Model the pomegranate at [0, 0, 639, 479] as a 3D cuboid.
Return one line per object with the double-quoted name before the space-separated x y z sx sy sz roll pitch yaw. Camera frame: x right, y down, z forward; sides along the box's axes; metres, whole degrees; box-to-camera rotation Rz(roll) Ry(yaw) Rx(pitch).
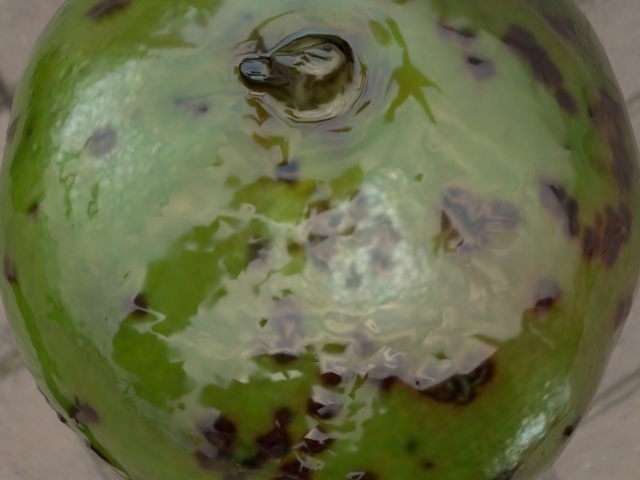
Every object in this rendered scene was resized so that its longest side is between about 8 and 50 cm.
"pomegranate" 0.000 0.000 0.602 0.211 0.263 0.211 0 71 0
